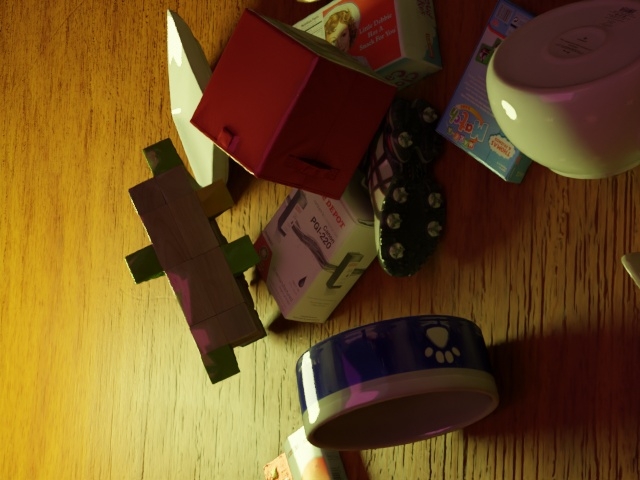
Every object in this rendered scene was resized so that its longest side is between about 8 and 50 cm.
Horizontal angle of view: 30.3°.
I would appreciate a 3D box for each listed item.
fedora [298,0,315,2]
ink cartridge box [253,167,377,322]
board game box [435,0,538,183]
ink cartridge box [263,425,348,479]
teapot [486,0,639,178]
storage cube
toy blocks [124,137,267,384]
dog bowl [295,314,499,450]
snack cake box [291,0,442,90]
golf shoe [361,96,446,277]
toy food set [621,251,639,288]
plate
[{"bbox_3d":[0.024,-0.468,1.921,0.194,0.079,0.194,-13,69,39],"label":"fedora"},{"bbox_3d":[0.000,0.000,1.866,0.218,0.092,0.159,-52,50,26],"label":"ink cartridge box"},{"bbox_3d":[0.264,-0.209,1.646,0.160,0.039,0.212,42,114,42],"label":"board game box"},{"bbox_3d":[-0.034,0.386,1.878,0.179,0.045,0.145,-40,56,34],"label":"ink cartridge box"},{"bbox_3d":[0.327,-0.162,1.434,0.252,0.187,0.256,-9,37,20],"label":"teapot"},{"bbox_3d":[-0.042,-0.199,1.731,0.215,0.183,0.193,41,109,40],"label":"storage cube"},{"bbox_3d":[-0.192,0.044,1.955,0.190,0.261,0.382,-25,82,0],"label":"toy blocks"},{"bbox_3d":[0.101,0.196,1.594,0.265,0.264,0.104,-33,59,40],"label":"dog bowl"},{"bbox_3d":[0.058,-0.298,1.851,0.264,0.089,0.152,-21,67,44],"label":"snack cake box"},{"bbox_3d":[0.117,-0.074,1.759,0.120,0.105,0.273,-18,64,60],"label":"golf shoe"},{"bbox_3d":[0.500,0.001,1.314,0.306,0.092,0.220,-51,50,31],"label":"toy food set"},{"bbox_3d":[-0.212,-0.223,2.089,0.278,0.045,0.277,97,154,-52],"label":"plate"}]
